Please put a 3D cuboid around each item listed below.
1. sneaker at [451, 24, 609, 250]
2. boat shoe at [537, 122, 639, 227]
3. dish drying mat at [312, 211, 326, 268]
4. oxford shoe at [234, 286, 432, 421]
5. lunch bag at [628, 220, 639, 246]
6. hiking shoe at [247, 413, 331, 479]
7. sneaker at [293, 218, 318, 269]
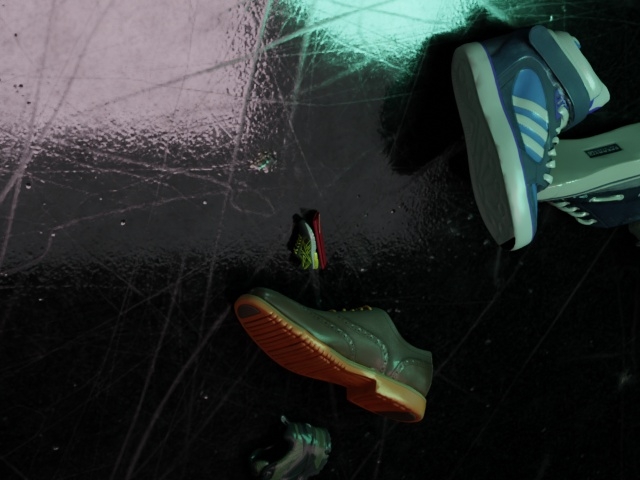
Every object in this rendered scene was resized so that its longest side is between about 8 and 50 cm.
[{"bbox_3d":[0.340,-0.161,1.536,0.236,0.130,0.323,-10,81,-14],"label":"sneaker"},{"bbox_3d":[0.411,-0.079,1.680,0.340,0.127,0.158,-10,133,-10],"label":"boat shoe"},{"bbox_3d":[0.000,0.000,1.568,0.008,0.032,0.083,-5,117,10],"label":"dish drying mat"},{"bbox_3d":[0.026,0.152,1.618,0.363,0.130,0.133,34,62,-26],"label":"oxford shoe"},{"bbox_3d":[0.655,-0.081,1.719,0.169,0.235,0.287,18,105,-24],"label":"lunch bag"},{"bbox_3d":[-0.079,0.388,1.684,0.114,0.086,0.227,27,93,-18],"label":"hiking shoe"},{"bbox_3d":[-0.025,0.009,1.559,0.035,0.031,0.083,-15,112,-8],"label":"sneaker"}]
